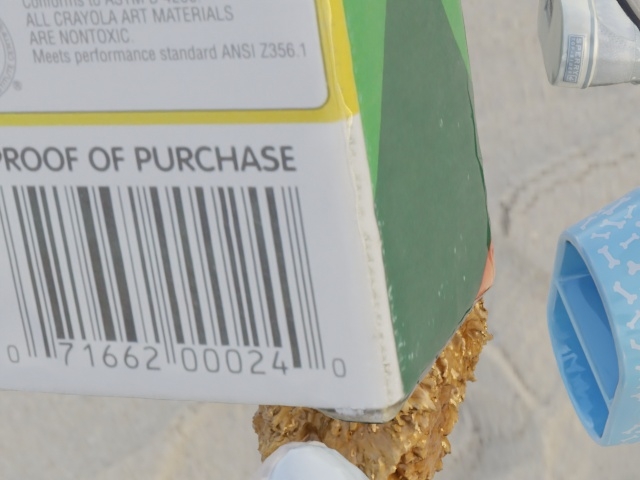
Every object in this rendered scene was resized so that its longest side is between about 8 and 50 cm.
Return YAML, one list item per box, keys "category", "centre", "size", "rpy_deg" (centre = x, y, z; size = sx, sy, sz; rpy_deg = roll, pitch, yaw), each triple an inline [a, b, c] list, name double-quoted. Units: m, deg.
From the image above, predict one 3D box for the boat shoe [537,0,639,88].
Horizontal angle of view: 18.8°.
- category: "boat shoe"
  centre: [0.193, -0.164, 1.321]
  size: [0.081, 0.079, 0.227]
  rpy_deg: [7, 32, -1]

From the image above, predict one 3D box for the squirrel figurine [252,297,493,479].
- category: "squirrel figurine"
  centre: [0.000, 0.000, 1.360]
  size: [0.281, 0.370, 0.397]
  rpy_deg: [-34, 100, -1]

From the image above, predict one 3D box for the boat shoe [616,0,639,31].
- category: "boat shoe"
  centre: [0.160, -0.196, 1.070]
  size: [0.075, 0.065, 0.206]
  rpy_deg: [-26, 80, 1]

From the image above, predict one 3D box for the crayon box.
- category: "crayon box"
  centre: [-0.080, -0.120, 0.459]
  size: [0.202, 0.318, 0.081]
  rpy_deg: [2, 24, 24]

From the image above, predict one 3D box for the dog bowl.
- category: "dog bowl"
  centre: [0.247, 0.073, 1.589]
  size: [0.074, 0.297, 0.166]
  rpy_deg: [-18, 66, -6]

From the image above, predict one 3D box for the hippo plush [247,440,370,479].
- category: "hippo plush"
  centre: [0.004, 0.268, 0.920]
  size: [0.294, 0.234, 0.236]
  rpy_deg: [24, 49, 40]
